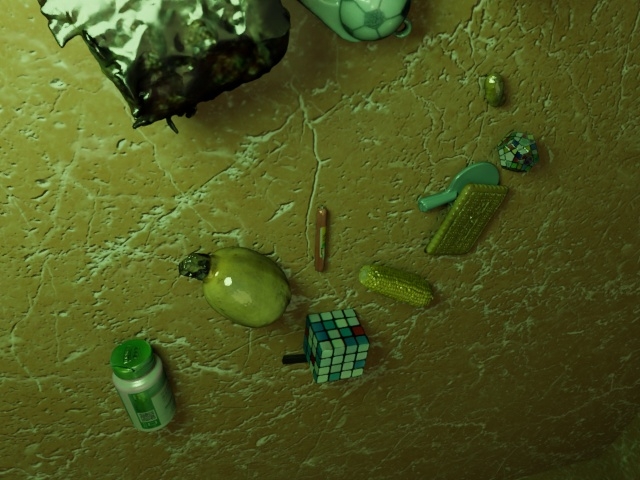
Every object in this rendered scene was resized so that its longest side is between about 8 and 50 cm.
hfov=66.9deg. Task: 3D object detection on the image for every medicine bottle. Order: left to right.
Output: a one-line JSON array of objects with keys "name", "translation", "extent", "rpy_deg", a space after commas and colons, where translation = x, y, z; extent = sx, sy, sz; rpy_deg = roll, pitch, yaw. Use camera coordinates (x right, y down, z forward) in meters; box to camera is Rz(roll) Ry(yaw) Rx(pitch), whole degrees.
[{"name": "medicine bottle", "translation": [-0.488, 0.397, 1.334], "extent": [0.133, 0.133, 0.274], "rpy_deg": [-12, 130, -12]}]

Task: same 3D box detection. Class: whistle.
[{"name": "whistle", "translation": [0.065, -0.455, 0.862], "extent": [0.289, 0.164, 0.163], "rpy_deg": [26, 114, -35]}]

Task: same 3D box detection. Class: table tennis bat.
[{"name": "table tennis bat", "translation": [0.377, -0.130, 1.313], "extent": [0.244, 0.040, 0.153], "rpy_deg": [-20, 134, -10]}]

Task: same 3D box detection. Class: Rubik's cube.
[{"name": "Rubik's cube", "translation": [0.043, 0.317, 1.463], "extent": [0.154, 0.151, 0.154], "rpy_deg": [-5, 127, -16]}, {"name": "Rubik's cube", "translation": [0.509, -0.226, 1.249], "extent": [0.093, 0.111, 0.111], "rpy_deg": [-23, 137, -39]}]

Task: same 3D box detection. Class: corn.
[{"name": "corn", "translation": [0.227, 0.133, 1.428], "extent": [0.260, 0.091, 0.091], "rpy_deg": [18, 83, -31]}]

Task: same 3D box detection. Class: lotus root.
[{"name": "lotus root", "translation": [-0.203, 0.102, 1.179], "extent": [0.183, 0.183, 0.310], "rpy_deg": [-45, 128, 16]}]

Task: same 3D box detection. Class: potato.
[{"name": "potato", "translation": [0.413, -0.352, 1.147], "extent": [0.047, 0.045, 0.092], "rpy_deg": [-56, 138, -22]}]

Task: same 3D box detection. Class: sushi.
[{"name": "sushi", "translation": [-0.223, -0.346, 0.753], "extent": [0.294, 0.299, 0.281], "rpy_deg": [-30, 103, 0]}]

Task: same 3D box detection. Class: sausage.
[{"name": "sausage", "translation": [0.000, 0.000, 1.275], "extent": [0.029, 0.029, 0.223], "rpy_deg": [-9, 129, -14]}]

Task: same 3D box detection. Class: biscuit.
[{"name": "biscuit", "translation": [0.413, -0.051, 1.369], "extent": [0.172, 0.029, 0.255], "rpy_deg": [-1, 132, -32]}]

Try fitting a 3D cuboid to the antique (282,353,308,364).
[{"name": "antique", "translation": [-0.030, 0.380, 1.572], "extent": [0.191, 0.015, 0.031], "rpy_deg": [1, 125, -22]}]
